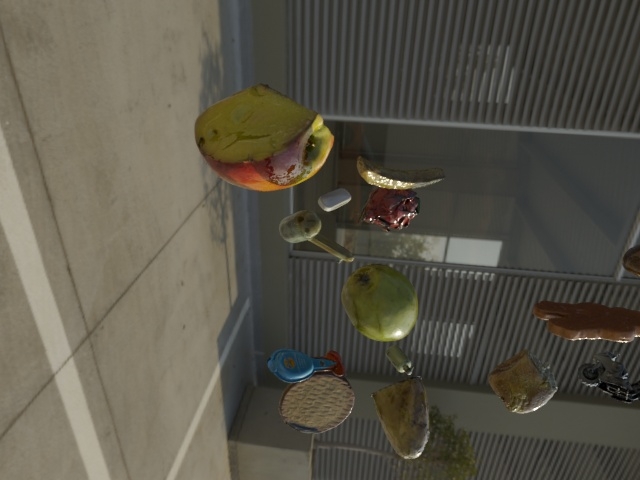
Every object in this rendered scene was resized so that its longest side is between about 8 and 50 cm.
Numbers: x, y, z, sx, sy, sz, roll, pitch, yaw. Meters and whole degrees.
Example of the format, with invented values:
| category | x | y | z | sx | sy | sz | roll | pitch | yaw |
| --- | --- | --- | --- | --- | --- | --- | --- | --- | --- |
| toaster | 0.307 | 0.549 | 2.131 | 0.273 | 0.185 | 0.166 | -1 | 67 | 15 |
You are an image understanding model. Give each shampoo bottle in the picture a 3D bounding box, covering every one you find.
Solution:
| category | x | y | z | sx | sy | sz | roll | pitch | yaw |
| --- | --- | --- | --- | --- | --- | --- | --- | --- | --- |
| shampoo bottle | 0.382 | 0.577 | 2.201 | 0.162 | 0.079 | 0.079 | -130 | -146 | -50 |

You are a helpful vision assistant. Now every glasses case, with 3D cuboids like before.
| category | x | y | z | sx | sy | sz | roll | pitch | yaw |
| --- | --- | --- | --- | --- | --- | --- | --- | --- | --- |
| glasses case | 0.064 | -0.183 | 2.051 | 0.193 | 0.074 | 0.049 | -30 | 162 | -45 |

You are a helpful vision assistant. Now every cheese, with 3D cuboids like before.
| category | x | y | z | sx | sy | sz | roll | pitch | yaw |
| --- | --- | --- | --- | --- | --- | --- | --- | --- | --- |
| cheese | -0.038 | 0.358 | 1.330 | 0.037 | 0.256 | 0.106 | -55 | -139 | 37 |

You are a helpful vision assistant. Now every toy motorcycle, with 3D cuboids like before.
| category | x | y | z | sx | sy | sz | roll | pitch | yaw |
| --- | --- | --- | --- | --- | --- | --- | --- | --- | --- |
| toy motorcycle | 1.069 | 0.484 | 1.630 | 0.159 | 0.270 | 0.106 | -51 | 135 | -25 |

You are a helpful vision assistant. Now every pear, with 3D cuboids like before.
| category | x | y | z | sx | sy | sz | roll | pitch | yaw |
| --- | --- | --- | --- | --- | --- | --- | --- | --- | --- |
| pear | 0.174 | 0.178 | 1.314 | 0.269 | 0.212 | 0.212 | 50 | 36 | -38 |

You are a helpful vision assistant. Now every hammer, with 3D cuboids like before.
| category | x | y | z | sx | sy | sz | roll | pitch | yaw |
| --- | --- | --- | --- | --- | --- | --- | --- | --- | --- |
| hammer | 0.000 | 0.000 | 1.735 | 0.113 | 0.305 | 0.202 | -62 | -161 | -15 |

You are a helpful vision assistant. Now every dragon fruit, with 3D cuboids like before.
| category | x | y | z | sx | sy | sz | roll | pitch | yaw |
| --- | --- | --- | --- | --- | --- | --- | --- | --- | --- |
| dragon fruit | 0.295 | -0.151 | 2.049 | 0.234 | 0.293 | 0.234 | 166 | -90 | -74 |

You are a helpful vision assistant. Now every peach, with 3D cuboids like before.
| category | x | y | z | sx | sy | sz | roll | pitch | yaw |
| --- | --- | --- | --- | --- | --- | --- | --- | --- | --- |
| peach | -0.173 | -0.278 | 1.338 | 0.306 | 0.380 | 0.242 | -51 | 151 | -13 |

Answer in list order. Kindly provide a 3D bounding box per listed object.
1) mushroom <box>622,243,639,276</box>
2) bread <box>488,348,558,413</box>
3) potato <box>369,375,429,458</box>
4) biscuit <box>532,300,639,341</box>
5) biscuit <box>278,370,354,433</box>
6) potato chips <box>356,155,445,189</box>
| category | x | y | z | sx | sy | sz | roll | pitch | yaw |
| --- | --- | --- | --- | --- | --- | --- | --- | --- | --- |
| mushroom | 0.849 | 0.062 | 1.102 | 0.138 | 0.231 | 0.194 | -58 | -141 | 19 |
| bread | 0.831 | 0.578 | 1.876 | 0.246 | 0.195 | 0.176 | -42 | -177 | 20 |
| potato | 0.323 | 0.679 | 1.742 | 0.229 | 0.229 | 0.266 | 87 | -10 | -57 |
| biscuit | 0.814 | 0.242 | 1.372 | 0.202 | 0.334 | 0.047 | -97 | -172 | -71 |
| biscuit | -0.014 | 0.669 | 1.910 | 0.040 | 0.318 | 0.318 | -118 | -153 | -64 |
| potato chips | 0.250 | -0.200 | 1.437 | 0.080 | 0.407 | 0.057 | -47 | -123 | 39 |
